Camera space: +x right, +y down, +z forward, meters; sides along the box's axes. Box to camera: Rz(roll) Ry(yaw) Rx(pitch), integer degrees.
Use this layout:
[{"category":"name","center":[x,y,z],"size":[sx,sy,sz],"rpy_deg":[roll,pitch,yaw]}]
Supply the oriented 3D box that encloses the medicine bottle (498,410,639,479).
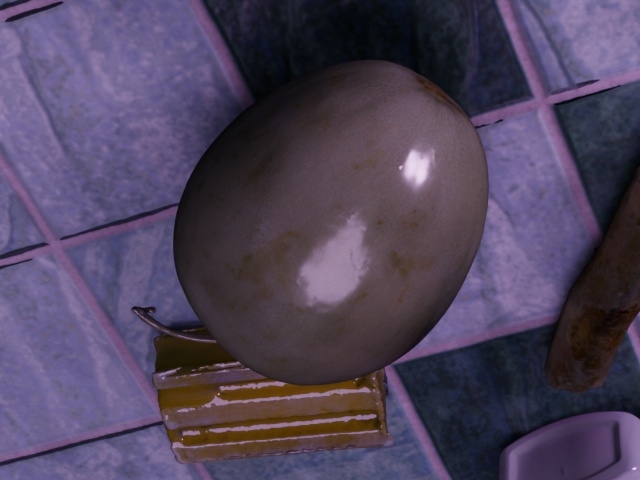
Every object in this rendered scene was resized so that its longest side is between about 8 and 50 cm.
[{"category":"medicine bottle","center":[0.324,0.333,1.736],"size":[0.179,0.124,0.324],"rpy_deg":[-21,122,21]}]

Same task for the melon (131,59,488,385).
[{"category":"melon","center":[0.008,-0.011,1.402],"size":[0.271,0.272,0.308],"rpy_deg":[17,136,-9]}]

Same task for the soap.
[{"category":"soap","center":[-0.047,0.150,1.649],"size":[0.233,0.076,0.135],"rpy_deg":[-5,128,8]}]

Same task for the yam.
[{"category":"yam","center":[0.287,0.022,1.522],"size":[0.067,0.071,0.317],"rpy_deg":[-12,138,-34]}]
